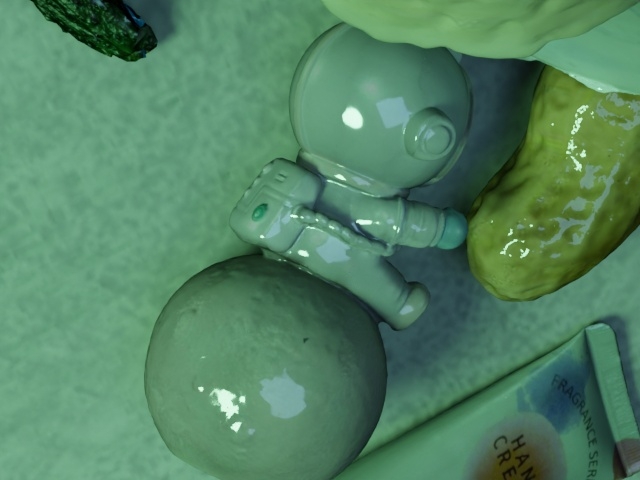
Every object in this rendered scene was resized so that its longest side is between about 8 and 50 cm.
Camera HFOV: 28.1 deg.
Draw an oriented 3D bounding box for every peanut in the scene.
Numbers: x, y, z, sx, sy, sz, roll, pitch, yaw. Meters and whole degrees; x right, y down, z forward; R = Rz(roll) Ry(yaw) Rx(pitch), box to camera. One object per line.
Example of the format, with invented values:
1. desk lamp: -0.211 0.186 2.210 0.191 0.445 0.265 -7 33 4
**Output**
1. peanut: 0.168 -0.061 0.793 0.108 0.095 0.226 30 98 -26

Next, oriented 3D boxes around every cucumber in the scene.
1. cucumber: -0.183 -0.185 0.678 0.044 0.043 0.256 -43 114 4

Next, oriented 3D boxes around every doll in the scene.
1. doll: 0.000 0.000 0.740 0.151 0.151 0.287 21 95 -21

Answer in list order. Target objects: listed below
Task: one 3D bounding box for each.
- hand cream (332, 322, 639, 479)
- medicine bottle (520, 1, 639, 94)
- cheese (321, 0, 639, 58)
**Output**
1. hand cream: 0.069 0.178 0.852 0.341 0.078 0.124 -25 111 -14
2. medicine bottle: 0.195 -0.256 0.667 0.190 0.190 0.332 25 86 -22
3. cheese: 0.081 -0.254 0.504 0.332 0.153 0.292 -42 84 0
